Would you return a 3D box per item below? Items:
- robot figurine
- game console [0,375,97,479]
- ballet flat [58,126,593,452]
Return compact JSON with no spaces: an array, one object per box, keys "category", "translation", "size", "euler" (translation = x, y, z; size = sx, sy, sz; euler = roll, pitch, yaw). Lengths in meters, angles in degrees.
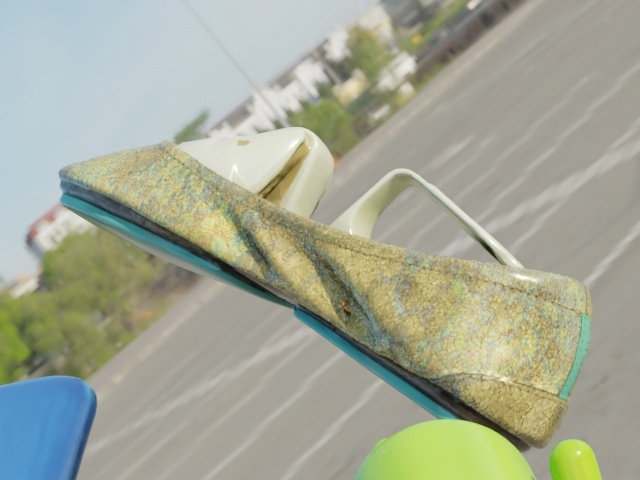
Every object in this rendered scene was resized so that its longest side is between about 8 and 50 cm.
[{"category":"robot figurine","translation":[0.044,0.101,0.439],"size":[0.101,0.067,0.115],"euler":[-13,19,1]},{"category":"game console","translation":[-0.217,0.201,0.504],"size":[0.293,0.250,0.173],"euler":[-12,-4,9]},{"category":"ballet flat","translation":[0.000,0.000,0.777],"size":[0.123,0.348,0.123],"euler":[-34,-42,-38]}]
